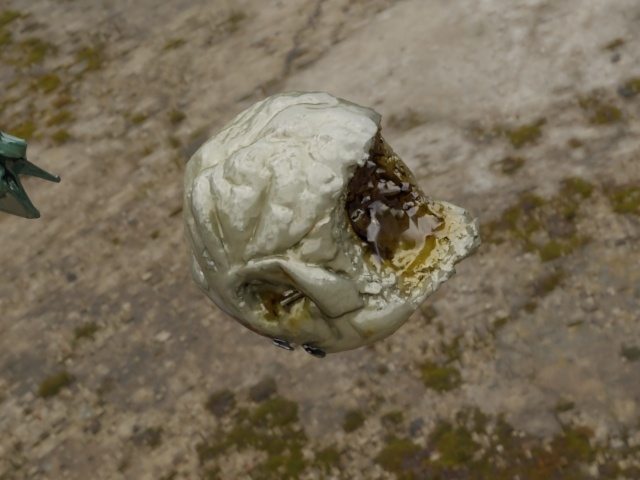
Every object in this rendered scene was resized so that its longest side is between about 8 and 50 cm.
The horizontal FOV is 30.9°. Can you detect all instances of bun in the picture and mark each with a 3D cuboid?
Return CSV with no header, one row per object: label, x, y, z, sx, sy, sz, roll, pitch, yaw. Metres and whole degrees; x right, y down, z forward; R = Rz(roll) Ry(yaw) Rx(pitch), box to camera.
bun,-0.012,-0.001,1.113,0.281,0.282,0.205,6,51,40

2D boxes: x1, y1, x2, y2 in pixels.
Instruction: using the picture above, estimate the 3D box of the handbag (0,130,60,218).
handbag,-0.448,-0.154,1.235,0.238,0.326,0.089,21,68,39
